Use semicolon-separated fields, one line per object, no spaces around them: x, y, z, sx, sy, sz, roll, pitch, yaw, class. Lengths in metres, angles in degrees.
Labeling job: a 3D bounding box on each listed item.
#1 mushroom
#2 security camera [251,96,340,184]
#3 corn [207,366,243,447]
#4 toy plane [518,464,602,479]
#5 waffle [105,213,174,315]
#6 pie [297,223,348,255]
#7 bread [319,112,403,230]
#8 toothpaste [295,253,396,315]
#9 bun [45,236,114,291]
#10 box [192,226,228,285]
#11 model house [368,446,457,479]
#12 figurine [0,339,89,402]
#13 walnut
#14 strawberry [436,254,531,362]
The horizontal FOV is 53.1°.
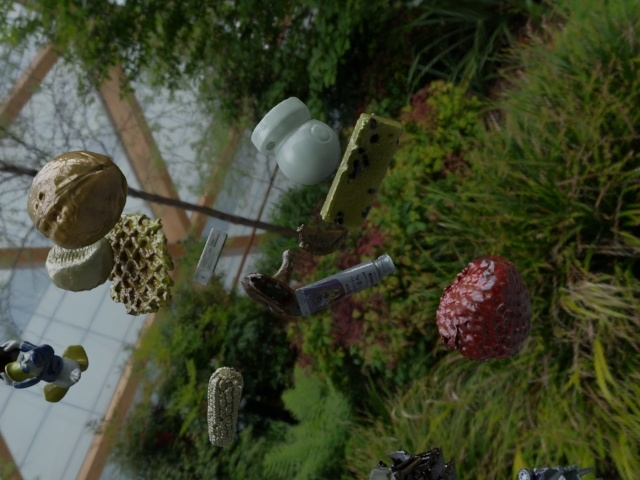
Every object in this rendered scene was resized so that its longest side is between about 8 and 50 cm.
-0.119;0.124;2.102;0.217;0.227;0.148;-58;2;-31;mushroom
-0.055;-0.265;1.821;0.194;0.236;0.194;-44;-7;-7;security camera
-0.241;0.412;1.598;0.087;0.087;0.210;-77;-2;-64;corn
0.403;0.510;1.257;0.267;0.212;0.088;-52;40;38;toy plane
-0.532;0.072;1.857;0.068;0.325;0.302;-7;-86;-48;waffle
0.000;0.000;1.884;0.034;0.170;0.092;27;103;59;pie
0.127;-0.211;1.976;0.077;0.138;0.361;-104;34;-68;bread
0.074;0.127;1.871;0.073;0.299;0.114;-123;14;-46;toothpaste
-0.673;0.065;1.812;0.193;0.178;0.128;-114;9;-51;bun
-0.318;0.049;1.844;0.129;0.051;0.130;130;160;-63;box
0.303;0.767;2.005;0.297;0.283;0.317;-3;103;64;model house
-0.887;0.373;2.002;0.338;0.284;0.204;130;153;-64;figurine
-0.448;-0.076;1.181;0.197;0.165;0.165;-35;27;38;walnut
0.336;0.124;1.301;0.244;0.205;0.205;81;-158;-55;strawberry
